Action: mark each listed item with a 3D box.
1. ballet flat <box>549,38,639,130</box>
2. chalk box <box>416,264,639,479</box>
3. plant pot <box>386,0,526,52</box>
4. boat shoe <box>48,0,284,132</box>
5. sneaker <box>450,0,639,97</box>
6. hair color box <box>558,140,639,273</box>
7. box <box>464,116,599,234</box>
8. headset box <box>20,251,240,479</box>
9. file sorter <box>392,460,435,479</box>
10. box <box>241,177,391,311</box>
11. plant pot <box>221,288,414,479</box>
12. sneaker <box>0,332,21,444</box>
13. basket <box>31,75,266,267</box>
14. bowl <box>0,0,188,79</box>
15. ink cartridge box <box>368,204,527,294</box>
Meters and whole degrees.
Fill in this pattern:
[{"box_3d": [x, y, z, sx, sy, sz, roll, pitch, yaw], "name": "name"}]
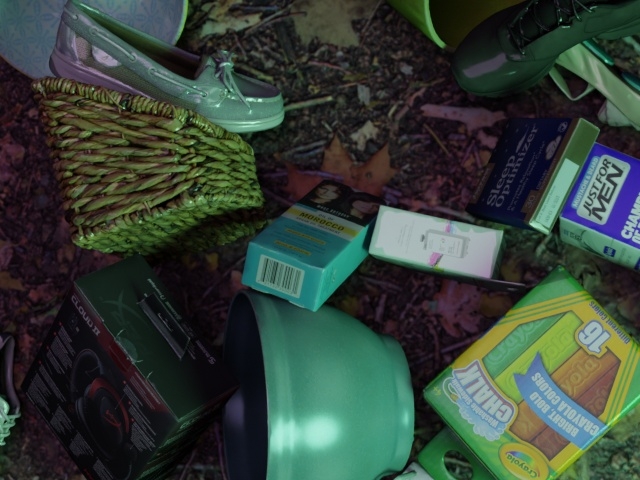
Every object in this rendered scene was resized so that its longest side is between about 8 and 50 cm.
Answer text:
[{"box_3d": [0.366, -0.198, 1.481, 0.248, 0.086, 0.086, 44, 93, 16], "name": "ballet flat"}, {"box_3d": [0.245, 0.197, 1.391, 0.289, 0.179, 0.180, -44, 76, 3], "name": "chalk box"}, {"box_3d": [0.121, -0.427, 1.485, 0.293, 0.275, 0.274, 36, 91, 31], "name": "plant pot"}, {"box_3d": [-0.197, -0.227, 1.536, 0.320, 0.118, 0.103, 17, 117, -4], "name": "boat shoe"}, {"box_3d": [0.286, -0.273, 1.394, 0.286, 0.130, 0.109, -29, 77, 3], "name": "sneaker"}, {"box_3d": [0.458, 0.007, 1.369, 0.339, 0.185, 0.110, 23, 87, 14], "name": "hair color box"}, {"box_3d": [0.247, -0.084, 1.415, 0.036, 0.225, 0.136, 27, 88, -16], "name": "box"}, {"box_3d": [-0.242, 0.175, 1.450, 0.218, 0.110, 0.293, 50, 136, 14], "name": "headset box"}, {"box_3d": [0.142, 0.436, 1.383, 0.278, 0.173, 0.193, 42, 93, 14], "name": "file sorter"}, {"box_3d": [0.000, 0.000, 1.440, 0.101, 0.244, 0.060, 20, 118, 14], "name": "box"}, {"box_3d": [-0.001, 0.203, 1.413, 0.196, 0.293, 0.293, -1, 81, -15], "name": "plant pot"}, {"box_3d": [-0.462, 0.247, 1.578, 0.091, 0.094, 0.258, -6, 80, 16], "name": "sneaker"}, {"box_3d": [-0.198, -0.110, 1.466, 0.214, 0.299, 0.223, -19, 79, 9], "name": "basket"}, {"box_3d": [-0.326, -0.368, 1.587, 0.289, 0.289, 0.156, -19, 36, 9], "name": "bowl"}, {"box_3d": [0.171, 0.014, 1.465, 0.198, 0.115, 0.067, 13, 85, 12], "name": "ink cartridge box"}]
